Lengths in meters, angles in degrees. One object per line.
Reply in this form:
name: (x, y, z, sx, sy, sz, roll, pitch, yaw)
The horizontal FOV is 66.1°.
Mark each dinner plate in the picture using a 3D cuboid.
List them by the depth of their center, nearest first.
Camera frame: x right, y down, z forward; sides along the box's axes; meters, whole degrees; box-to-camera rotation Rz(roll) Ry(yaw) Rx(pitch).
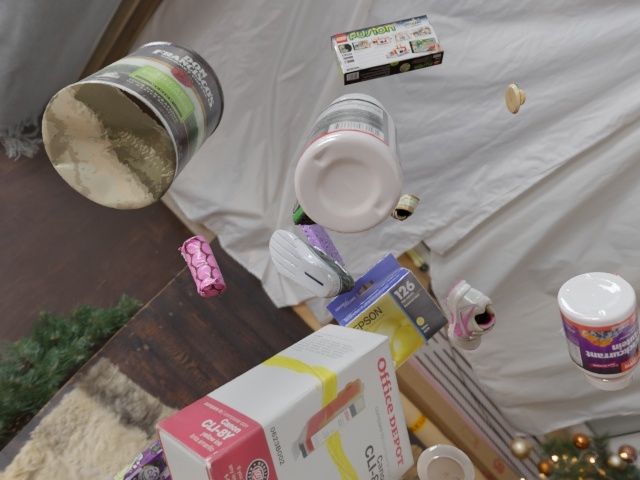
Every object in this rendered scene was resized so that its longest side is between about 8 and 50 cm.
dinner plate: (0.314, 0.583, 1.237, 0.141, 0.141, 0.017, 57, 17, 1)

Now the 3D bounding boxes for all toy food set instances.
toy food set: (0.523, -0.384, 1.328, 0.083, 0.020, 0.082, 79, -1, -58)

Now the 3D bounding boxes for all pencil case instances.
pencil case: (-0.398, 0.091, 1.658, 0.098, 0.095, 0.209, -17, 60, -24)

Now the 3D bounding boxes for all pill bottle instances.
pill bottle: (0.460, 0.155, 0.805, 0.193, 0.108, 0.108, 62, 31, -31)
pill bottle: (0.053, -0.146, 0.832, 0.161, 0.161, 0.283, 43, 26, -17)

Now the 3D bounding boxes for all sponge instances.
sponge: (0.000, 0.000, 1.582, 0.210, 0.031, 0.117, 60, 20, 9)

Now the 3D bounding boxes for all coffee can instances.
coffee can: (-0.296, -0.204, 0.834, 0.201, 0.201, 0.275, 41, 28, -19)

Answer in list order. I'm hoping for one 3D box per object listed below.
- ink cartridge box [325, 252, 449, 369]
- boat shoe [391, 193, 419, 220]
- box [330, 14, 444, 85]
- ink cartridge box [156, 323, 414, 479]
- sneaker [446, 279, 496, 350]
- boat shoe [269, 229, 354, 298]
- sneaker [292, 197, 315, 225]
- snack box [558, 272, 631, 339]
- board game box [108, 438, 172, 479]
ink cartridge box: (0.230, 0.250, 1.664, 0.304, 0.072, 0.307, -39, 94, -11)
boat shoe: (0.195, -0.072, 1.189, 0.050, 0.135, 0.045, 25, 74, -2)
box: (0.134, -0.391, 1.007, 0.036, 0.207, 0.114, 81, -5, -63)
ink cartridge box: (-0.033, 0.346, 0.822, 0.385, 0.160, 0.279, -24, 107, -41)
sneaker: (0.421, 0.228, 1.355, 0.103, 0.111, 0.252, -40, 133, -20)
boat shoe: (-0.032, 0.076, 1.460, 0.119, 0.121, 0.335, 9, 22, -43)
sneaker: (0.009, -0.159, 1.264, 0.134, 0.343, 0.146, -8, 59, -30)
snack box: (0.547, 0.139, 0.989, 0.100, 0.141, 0.037, -28, 55, -18)
board game box: (-0.295, 0.588, 1.119, 0.208, 0.056, 0.346, -38, 119, -30)
